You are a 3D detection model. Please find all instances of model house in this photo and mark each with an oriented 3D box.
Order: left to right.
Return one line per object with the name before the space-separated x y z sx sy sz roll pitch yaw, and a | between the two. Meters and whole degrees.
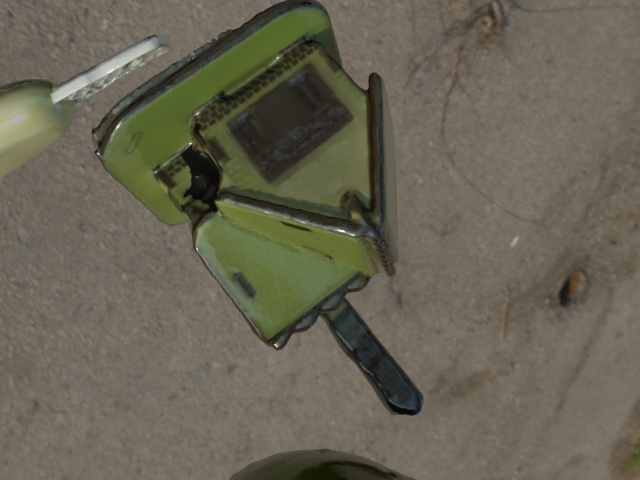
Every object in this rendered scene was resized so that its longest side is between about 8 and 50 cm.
model house | 0.000 0.000 0.674 0.205 0.278 0.218 -35 161 -1

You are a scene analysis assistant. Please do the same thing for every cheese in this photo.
cheese | -0.240 -0.111 0.761 0.251 0.054 0.127 -25 -179 12

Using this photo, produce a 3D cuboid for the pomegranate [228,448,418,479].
pomegranate | -0.022 0.294 0.605 0.323 0.291 0.291 -30 134 -12
